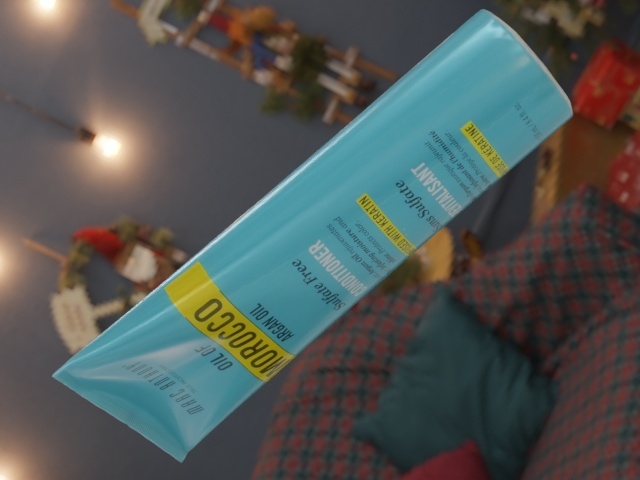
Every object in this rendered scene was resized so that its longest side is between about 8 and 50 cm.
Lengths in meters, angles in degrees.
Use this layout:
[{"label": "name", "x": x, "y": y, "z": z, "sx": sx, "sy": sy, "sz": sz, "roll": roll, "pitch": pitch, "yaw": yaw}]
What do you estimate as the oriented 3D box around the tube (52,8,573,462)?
[{"label": "tube", "x": 0.000, "y": 0.000, "z": 0.559, "sx": 0.207, "sy": 0.080, "sz": 0.052, "roll": -41, "pitch": 40, "yaw": 5}]
